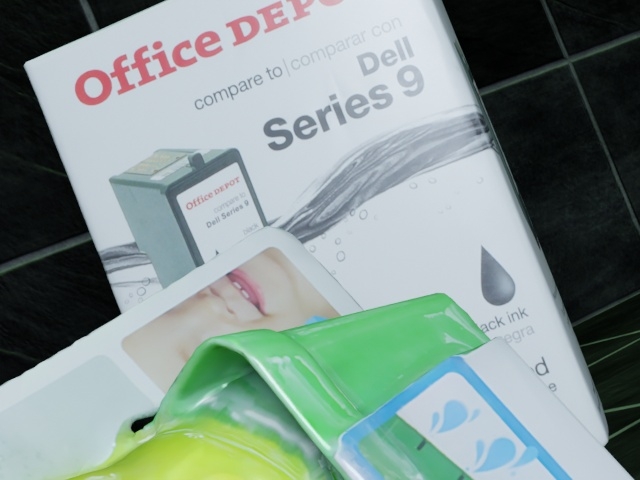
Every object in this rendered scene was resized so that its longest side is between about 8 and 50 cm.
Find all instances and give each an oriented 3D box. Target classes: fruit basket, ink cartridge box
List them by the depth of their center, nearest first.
[{"bbox_3d":[-0.020,0.170,0.437,0.353,0.327,0.165,-27,-20,-47],"label":"fruit basket"},{"bbox_3d":[0.000,0.000,0.823,0.211,0.289,0.121,-22,1,9],"label":"ink cartridge box"}]
